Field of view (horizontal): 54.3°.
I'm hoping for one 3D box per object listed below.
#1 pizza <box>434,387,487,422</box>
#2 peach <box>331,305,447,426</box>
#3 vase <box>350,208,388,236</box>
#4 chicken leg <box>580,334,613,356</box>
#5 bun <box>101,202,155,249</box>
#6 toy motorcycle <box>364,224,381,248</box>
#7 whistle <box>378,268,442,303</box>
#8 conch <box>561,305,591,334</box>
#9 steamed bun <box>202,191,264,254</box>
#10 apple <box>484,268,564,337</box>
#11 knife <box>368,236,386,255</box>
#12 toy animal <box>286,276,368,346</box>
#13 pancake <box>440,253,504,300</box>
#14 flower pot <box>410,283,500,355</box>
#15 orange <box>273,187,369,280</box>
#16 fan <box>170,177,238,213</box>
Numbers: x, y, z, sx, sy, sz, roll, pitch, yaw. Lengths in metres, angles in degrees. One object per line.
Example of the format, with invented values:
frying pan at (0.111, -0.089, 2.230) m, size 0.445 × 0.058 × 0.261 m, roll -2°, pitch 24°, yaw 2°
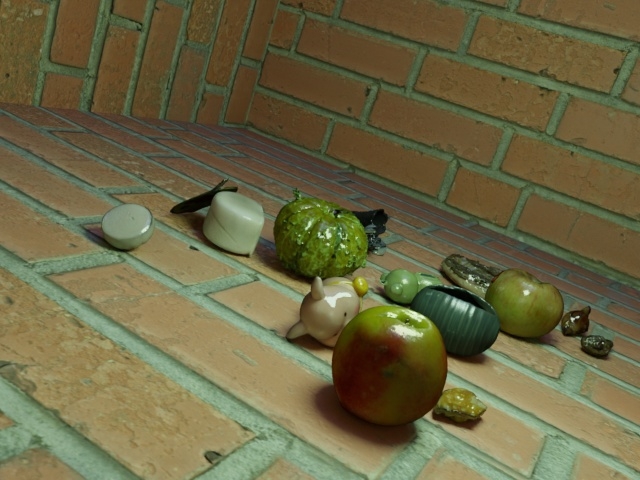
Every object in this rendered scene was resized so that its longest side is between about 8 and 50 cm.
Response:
pizza at (0.299, 0.358, 1.343) m, size 0.099 × 0.036 × 0.160 m, roll 26°, pitch 18°, yaw 27°
peach at (0.131, 0.244, 1.214) m, size 0.231 × 0.231 × 0.231 m, roll 17°, pitch 15°, yaw -5°
vase at (0.141, -0.087, 2.501) m, size 0.237 × 0.116 × 0.115 m, roll 10°, pitch 8°, yaw 38°
chicken leg at (0.924, 0.348, 2.060) m, size 0.085 × 0.069 × 0.198 m, roll 0°, pitch -7°, yaw 41°
bun at (-0.505, -0.025, 1.650) m, size 0.138 × 0.094 × 0.138 m, roll 2°, pitch 47°, yaw -2°
toy motorcycle at (0.146, -0.012, 2.309) m, size 0.129 × 0.094 × 0.229 m, roll -4°, pitch 8°, yaw -3°
whistle at (0.312, 0.153, 1.928) m, size 0.288 × 0.106 × 0.131 m, roll 12°, pitch 14°, yaw -17°
conch at (0.911, 0.286, 2.193) m, size 0.232 × 0.086 × 0.080 m, roll 1°, pitch 23°, yaw -43°
steamed bun at (-0.269, -0.061, 1.923) m, size 0.164 × 0.146 × 0.242 m, roll 19°, pitch 15°, yaw -13°
apple at (0.645, 0.201, 1.983) m, size 0.260 × 0.194 × 0.261 m, roll 19°, pitch 14°, yaw -5°
knife at (0.193, -0.005, 2.462) m, size 0.073 × 0.041 × 0.265 m, roll 1°, pitch 19°, yaw -13°
toy animal at (0.032, 0.160, 1.502) m, size 0.149 × 0.165 × 0.248 m, roll 18°, pitch 8°, yaw 16°
pancake at (0.629, 0.154, 2.356) m, size 0.382 × 0.071 × 0.382 m, roll 18°, pitch 16°, yaw -5°
flower pot at (0.359, 0.214, 1.682) m, size 0.243 × 0.157 × 0.189 m, roll 26°, pitch 19°, yaw 22°
orange at (0.000, 0.000, 1.892) m, size 0.301 × 0.223 × 0.300 m, roll 12°, pitch 32°, yaw -21°
fan at (-0.354, -0.141, 1.986) m, size 0.229 × 0.011 × 0.335 m, roll -18°, pitch -4°, yaw -32°
